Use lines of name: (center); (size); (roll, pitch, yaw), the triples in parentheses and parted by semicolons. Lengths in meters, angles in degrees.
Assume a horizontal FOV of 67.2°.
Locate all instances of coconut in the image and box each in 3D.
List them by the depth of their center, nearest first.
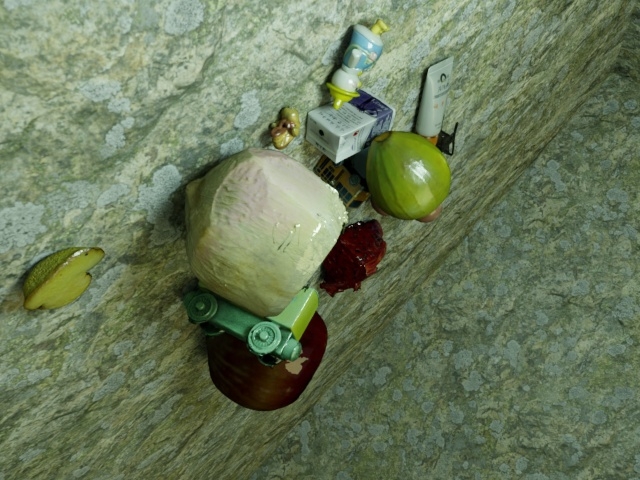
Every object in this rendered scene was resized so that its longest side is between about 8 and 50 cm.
coconut: (-0.157, -0.038, 1.173); (0.405, 0.404, 0.404); (-36, 152, -23)

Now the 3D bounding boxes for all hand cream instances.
hand cream: (0.393, -0.477, 1.675); (0.140, 0.089, 0.314); (-36, 144, -27)

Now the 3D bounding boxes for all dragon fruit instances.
dragon fruit: (0.158, 0.108, 1.965); (0.286, 0.228, 0.329); (-22, 142, -44)

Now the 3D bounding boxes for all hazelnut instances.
hazelnut: (-0.182, 0.365, 1.681); (0.402, 0.402, 0.429); (-16, 143, -46)

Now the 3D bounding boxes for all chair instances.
chair: (0.480, -0.387, 1.922); (0.101, 0.084, 0.212); (-43, 155, -16)

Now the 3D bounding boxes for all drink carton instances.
drink carton: (0.083, -0.325, 1.349); (0.222, 0.134, 0.101); (-31, 152, -29)

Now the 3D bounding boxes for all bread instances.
bread: (-0.551, 0.074, 1.043); (0.187, 0.065, 0.149); (-47, 165, -8)

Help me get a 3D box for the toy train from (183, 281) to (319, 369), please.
toy train: (-0.202, 0.196, 1.408); (0.253, 0.397, 0.160); (-60, 158, -23)

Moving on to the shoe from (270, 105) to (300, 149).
shoe: (-0.086, -0.285, 1.220); (0.109, 0.072, 0.069); (-45, 159, -4)

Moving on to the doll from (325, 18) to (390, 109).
doll: (0.088, -0.449, 1.230); (0.099, 0.135, 0.241); (12, 120, -28)

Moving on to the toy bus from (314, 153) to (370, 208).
toy bus: (0.068, -0.189, 1.474); (0.103, 0.182, 0.091); (-49, 156, 22)

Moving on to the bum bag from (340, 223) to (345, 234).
bum bag: (0.000, 0.000, 1.759); (0.232, 0.060, 0.106); (-40, 147, -14)

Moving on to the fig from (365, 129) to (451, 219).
fig: (0.235, -0.193, 1.354); (0.239, 0.239, 0.271); (-46, 130, -3)

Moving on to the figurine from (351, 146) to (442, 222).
figurine: (0.274, -0.207, 1.694); (0.388, 0.277, 0.248); (9, 96, -62)
